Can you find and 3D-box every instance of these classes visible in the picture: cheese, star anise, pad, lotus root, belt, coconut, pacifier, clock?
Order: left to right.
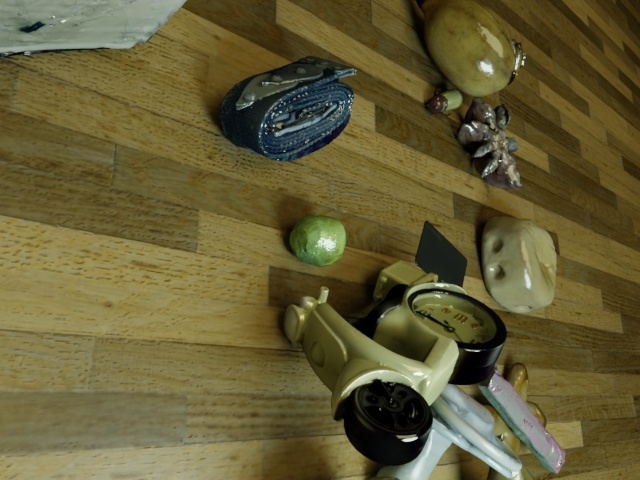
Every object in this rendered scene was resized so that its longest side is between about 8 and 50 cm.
[{"bbox_3d":[-0.058,-0.204,0.848,0.218,0.128,0.122,-34,139,-41],"label":"belt"},{"bbox_3d":[0.000,0.000,0.860,0.096,0.088,0.087,6,74,-34],"label":"coconut"},{"bbox_3d":[0.108,0.152,0.814,0.379,0.276,0.120,-17,129,-48],"label":"clock"},{"bbox_3d":[0.175,0.338,0.865,0.287,0.238,0.226,37,85,-34],"label":"pacifier"},{"bbox_3d":[0.256,0.043,1.141,0.157,0.003,0.112,39,55,-29],"label":"pad"},{"bbox_3d":[0.316,-0.464,1.234,0.310,0.183,0.183,47,50,-8],"label":"lotus root"},{"bbox_3d":[0.409,-0.225,1.298,0.229,0.093,0.236,-13,86,-43],"label":"star anise"},{"bbox_3d":[0.461,0.047,1.253,0.218,0.117,0.235,-36,106,-44],"label":"cheese"}]

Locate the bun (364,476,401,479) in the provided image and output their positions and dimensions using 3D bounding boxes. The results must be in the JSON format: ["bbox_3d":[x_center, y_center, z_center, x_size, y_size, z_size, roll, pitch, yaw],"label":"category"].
[{"bbox_3d":[0.057,0.424,0.693,0.145,0.229,0.229,46,48,5],"label":"bun"}]

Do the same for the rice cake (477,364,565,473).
[{"bbox_3d":[0.411,0.354,1.098,0.290,0.051,0.081,51,51,-17],"label":"rice cake"}]

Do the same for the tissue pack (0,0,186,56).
[{"bbox_3d":[-0.323,-0.428,0.571,0.264,0.253,0.416,-22,95,-44],"label":"tissue pack"}]

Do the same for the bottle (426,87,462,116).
[{"bbox_3d":[0.275,-0.313,1.236,0.101,0.047,0.063,-27,69,-39],"label":"bottle"}]

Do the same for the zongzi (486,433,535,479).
[{"bbox_3d":[0.307,0.528,0.931,0.274,0.145,0.300,-51,125,-38],"label":"zongzi"}]

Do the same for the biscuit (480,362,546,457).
[{"bbox_3d":[0.401,0.373,1.149,0.208,0.047,0.164,-26,93,-43],"label":"biscuit"}]

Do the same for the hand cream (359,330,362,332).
[{"bbox_3d":[0.112,0.178,0.940,0.235,0.055,0.086,-16,87,-37],"label":"hand cream"}]
